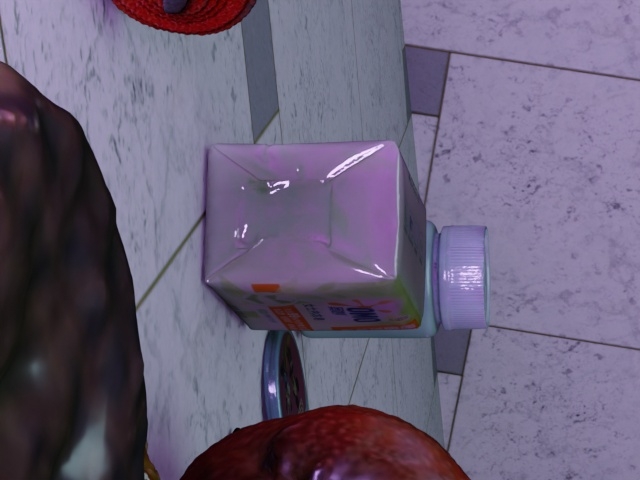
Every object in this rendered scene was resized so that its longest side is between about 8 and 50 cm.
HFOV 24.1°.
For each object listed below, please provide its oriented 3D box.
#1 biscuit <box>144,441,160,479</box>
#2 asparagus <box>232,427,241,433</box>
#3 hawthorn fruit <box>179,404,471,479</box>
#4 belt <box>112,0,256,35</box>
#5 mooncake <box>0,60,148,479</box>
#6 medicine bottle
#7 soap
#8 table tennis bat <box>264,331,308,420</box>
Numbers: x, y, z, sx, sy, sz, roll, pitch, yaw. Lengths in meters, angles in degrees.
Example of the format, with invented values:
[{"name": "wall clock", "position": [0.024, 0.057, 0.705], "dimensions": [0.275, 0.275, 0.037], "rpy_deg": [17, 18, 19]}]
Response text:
[{"name": "biscuit", "position": [-0.100, 0.195, 0.829], "dimensions": [0.305, 0.038, 0.305], "rpy_deg": [167, -90, -75]}, {"name": "asparagus", "position": [-0.090, 0.228, 1.309], "dimensions": [0.022, 0.023, 0.233], "rpy_deg": [40, 22, -8]}, {"name": "hawthorn fruit", "position": [0.035, 0.297, 1.158], "dimensions": [0.369, 0.284, 0.285], "rpy_deg": [46, 37, -41]}, {"name": "belt", "position": [-0.098, -0.232, 1.032], "dimensions": [0.201, 0.128, 0.124], "rpy_deg": [84, 7, -56]}, {"name": "mooncake", "position": [-0.164, 0.075, 0.497], "dimensions": [0.290, 0.161, 0.290], "rpy_deg": [0, 90, -79]}, {"name": "medicine bottle", "position": [0.082, 0.045, 1.752], "dimensions": [0.139, 0.225, 0.139], "rpy_deg": [-1, 90, -79]}, {"name": "soap", "position": [0.000, 0.000, 1.405], "dimensions": [0.199, 0.182, 0.138], "rpy_deg": [57, 32, -70]}, {"name": "table tennis bat", "position": [-0.029, 0.207, 1.641], "dimensions": [0.153, 0.040, 0.244], "rpy_deg": [-74, 155, -63]}]
